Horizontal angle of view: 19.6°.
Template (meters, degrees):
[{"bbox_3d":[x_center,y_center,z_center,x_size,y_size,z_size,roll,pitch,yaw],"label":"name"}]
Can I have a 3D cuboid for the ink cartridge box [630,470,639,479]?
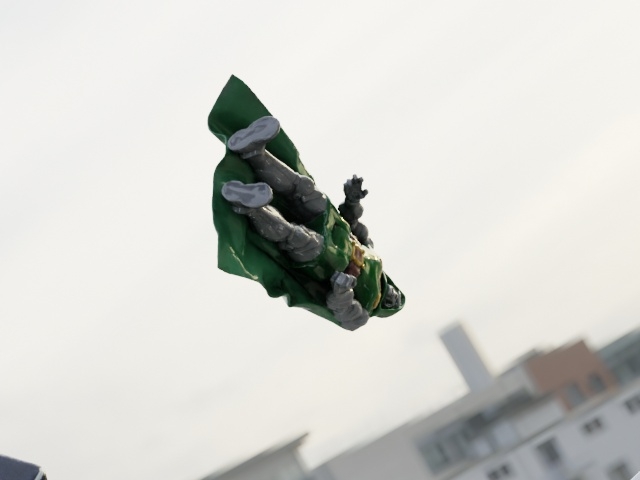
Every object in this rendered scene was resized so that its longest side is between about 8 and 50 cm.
[{"bbox_3d":[0.253,0.198,1.131,0.219,0.092,0.160,-35,24,-32],"label":"ink cartridge box"}]

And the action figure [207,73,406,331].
[{"bbox_3d":[0.000,0.000,1.244,0.063,0.137,0.232,-5,-26,25],"label":"action figure"}]

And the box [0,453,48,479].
[{"bbox_3d":[-0.178,0.135,0.572,0.093,0.158,0.156,82,-152,-48],"label":"box"}]
